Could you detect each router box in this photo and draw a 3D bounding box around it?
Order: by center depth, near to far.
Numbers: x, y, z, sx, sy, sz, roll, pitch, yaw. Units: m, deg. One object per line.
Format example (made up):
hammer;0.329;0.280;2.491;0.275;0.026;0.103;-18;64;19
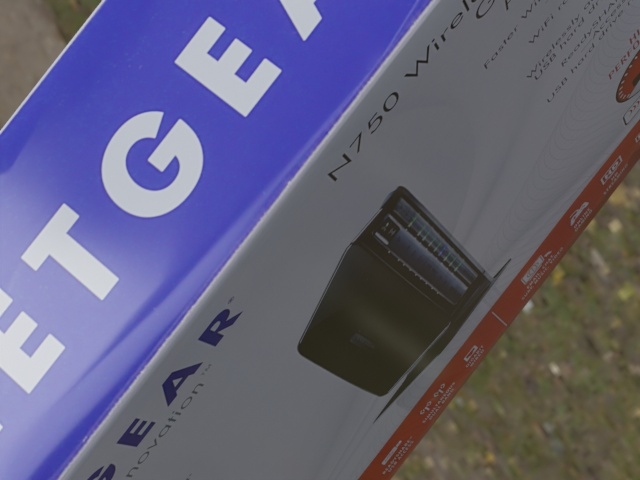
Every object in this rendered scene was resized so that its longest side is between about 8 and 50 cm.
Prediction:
router box;0.000;0.000;0.554;0.082;0.335;0.301;38;-179;20
